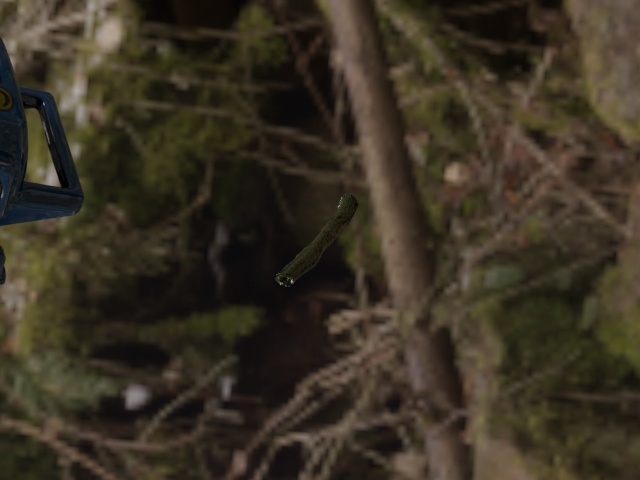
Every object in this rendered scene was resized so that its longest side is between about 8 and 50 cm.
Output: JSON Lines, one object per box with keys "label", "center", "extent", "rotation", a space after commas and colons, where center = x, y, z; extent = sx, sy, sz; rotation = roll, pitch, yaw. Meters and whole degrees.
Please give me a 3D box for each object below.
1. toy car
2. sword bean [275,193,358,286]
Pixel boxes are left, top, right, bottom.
{"label": "toy car", "center": [-0.189, -0.034, 0.980], "extent": [0.191, 0.100, 0.097], "rotation": [115, 141, -48]}
{"label": "sword bean", "center": [0.000, 0.000, 0.793], "extent": [0.083, 0.012, 0.012], "rotation": [-49, -26, -58]}
